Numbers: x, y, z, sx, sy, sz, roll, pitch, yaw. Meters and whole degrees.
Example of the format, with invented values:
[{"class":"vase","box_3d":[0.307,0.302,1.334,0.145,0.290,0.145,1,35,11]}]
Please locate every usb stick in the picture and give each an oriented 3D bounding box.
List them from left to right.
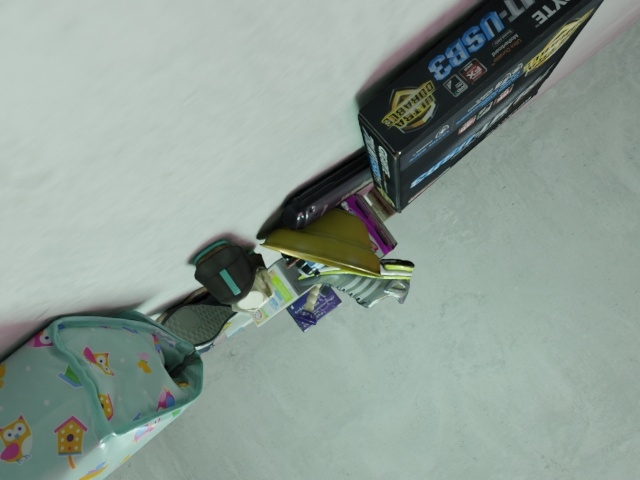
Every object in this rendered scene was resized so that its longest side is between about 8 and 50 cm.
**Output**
[{"class":"usb stick","box_3d":[0.059,-0.103,0.693,0.278,0.045,0.077,-34,175,-24]}]

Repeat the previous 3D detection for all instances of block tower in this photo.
[{"class":"block tower","box_3d":[0.214,-0.150,1.075,0.097,0.091,0.335,-36,174,-21]}]

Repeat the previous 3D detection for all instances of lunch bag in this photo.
[{"class":"lunch bag","box_3d":[-0.281,0.203,0.525,0.223,0.160,0.262,-38,169,2]}]

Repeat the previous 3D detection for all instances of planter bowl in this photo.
[{"class":"planter bowl","box_3d":[0.012,-0.006,0.748,0.217,0.217,0.090,72,33,-85]}]

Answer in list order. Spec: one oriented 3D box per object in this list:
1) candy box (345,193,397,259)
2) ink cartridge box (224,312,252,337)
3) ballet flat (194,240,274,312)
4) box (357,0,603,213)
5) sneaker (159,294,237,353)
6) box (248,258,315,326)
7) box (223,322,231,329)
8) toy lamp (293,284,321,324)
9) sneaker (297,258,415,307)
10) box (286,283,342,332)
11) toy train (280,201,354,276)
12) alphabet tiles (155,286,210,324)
[{"class":"candy box","box_3d":[0.106,-0.029,1.047,0.071,0.159,0.233,-36,174,13]},{"class":"ink cartridge box","box_3d":[-0.228,0.224,1.477,0.134,0.078,0.231,-39,175,22]},{"class":"ballet flat","box_3d":[-0.126,0.068,0.689,0.095,0.096,0.280,-37,175,-1]},{"class":"box","box_3d":[0.190,-0.177,0.567,0.295,0.073,0.293,-40,167,2]},{"class":"sneaker","box_3d":[-0.250,0.179,0.807,0.163,0.086,0.226,-42,175,20]},{"class":"box","box_3d":[-0.126,0.142,1.253,0.203,0.114,0.103,-39,174,35]},{"class":"box","box_3d":[-0.328,0.269,1.347,0.059,0.054,0.169,-34,174,-33]},{"class":"toy lamp","box_3d":[-0.008,0.110,1.318,0.080,0.080,0.274,129,-19,-69]},{"class":"sneaker","box_3d":[0.089,0.112,1.124,0.300,0.121,0.111,0,-176,5]},{"class":"box","box_3d":[-0.055,0.164,1.399,0.153,0.207,0.108,-37,175,-11]},{"class":"toy train","box_3d":[0.000,0.000,0.880,0.184,0.105,0.080,-40,174,25]},{"class":"alphabet tiles","box_3d":[-0.251,0.129,0.885,0.198,0.009,0.237,-40,174,29]}]
